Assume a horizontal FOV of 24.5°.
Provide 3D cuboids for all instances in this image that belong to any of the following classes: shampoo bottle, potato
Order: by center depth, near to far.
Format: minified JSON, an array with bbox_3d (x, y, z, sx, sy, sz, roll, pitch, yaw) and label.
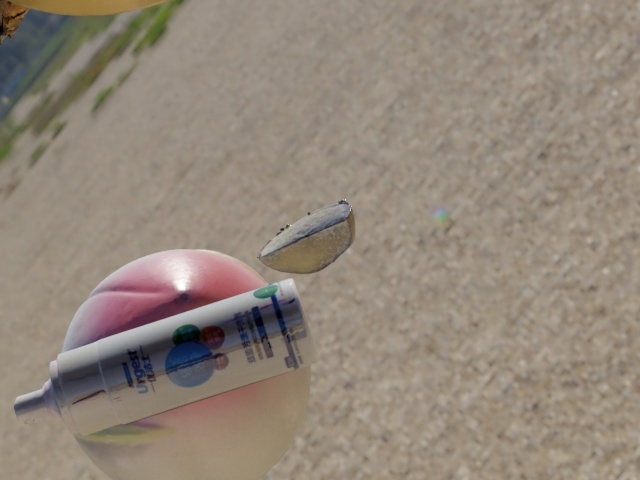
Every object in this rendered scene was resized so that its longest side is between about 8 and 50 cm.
[{"bbox_3d":[0.000,0.000,1.145,0.093,0.036,0.037,-24,25,34],"label":"potato"},{"bbox_3d":[-0.157,0.124,1.470,0.303,0.092,0.092,-17,14,-2],"label":"shampoo bottle"}]

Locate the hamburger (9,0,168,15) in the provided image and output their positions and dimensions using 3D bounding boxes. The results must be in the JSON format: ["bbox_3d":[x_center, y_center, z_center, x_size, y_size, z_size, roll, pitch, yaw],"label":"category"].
[{"bbox_3d":[-0.149,-0.299,0.909,0.274,0.274,0.212,-59,-18,-32],"label":"hamburger"}]

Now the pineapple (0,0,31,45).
[{"bbox_3d":[-0.378,-0.254,1.132,0.352,0.300,0.352,-19,51,25],"label":"pineapple"}]

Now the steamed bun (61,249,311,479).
[{"bbox_3d":[-0.155,0.135,1.677,0.309,0.309,0.309,-48,13,15],"label":"steamed bun"}]
